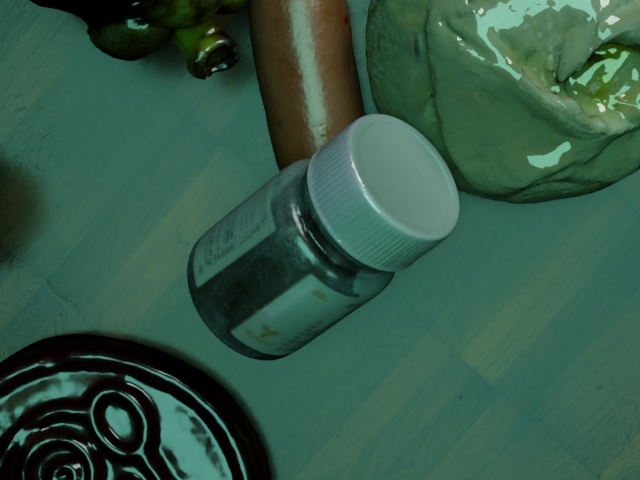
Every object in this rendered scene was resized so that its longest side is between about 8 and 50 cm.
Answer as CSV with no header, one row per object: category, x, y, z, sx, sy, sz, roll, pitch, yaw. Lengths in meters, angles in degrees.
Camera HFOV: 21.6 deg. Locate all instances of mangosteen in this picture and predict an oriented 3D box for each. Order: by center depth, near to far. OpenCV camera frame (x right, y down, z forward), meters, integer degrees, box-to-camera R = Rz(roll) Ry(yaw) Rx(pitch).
mangosteen,-0.196,-0.350,1.730,0.330,0.330,0.330,0,92,3

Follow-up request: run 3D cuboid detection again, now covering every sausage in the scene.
sausage,-0.017,-0.199,1.815,0.114,0.113,0.259,-11,92,3

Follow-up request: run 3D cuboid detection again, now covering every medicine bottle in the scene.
medicine bottle,0.000,0.000,1.738,0.273,0.165,0.165,-35,90,37

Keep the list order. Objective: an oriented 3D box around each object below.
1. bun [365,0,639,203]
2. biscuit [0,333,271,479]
bun,0.225,-0.196,1.717,0.365,0.219,0.365,-1,110,-4
biscuit,-0.253,0.307,1.856,0.408,0.091,0.407,0,93,3
